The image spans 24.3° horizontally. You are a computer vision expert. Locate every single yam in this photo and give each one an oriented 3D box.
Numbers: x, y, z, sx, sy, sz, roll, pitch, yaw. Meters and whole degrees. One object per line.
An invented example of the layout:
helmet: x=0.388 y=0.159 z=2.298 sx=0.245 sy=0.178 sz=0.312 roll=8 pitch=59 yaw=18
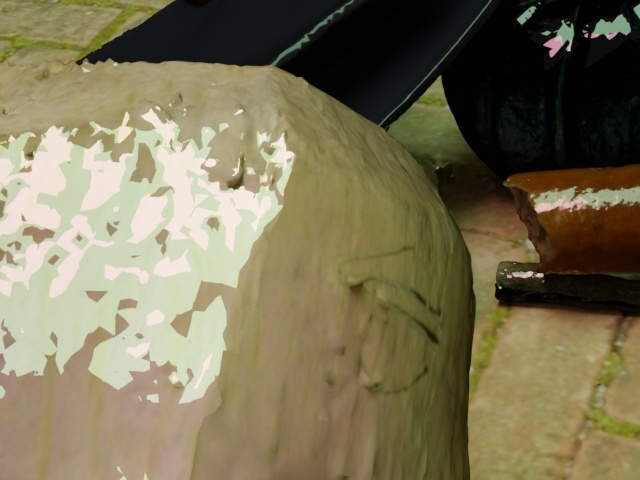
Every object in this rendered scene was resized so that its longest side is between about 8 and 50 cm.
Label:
yam: x=0.186 y=0.032 z=1.031 sx=0.129 sy=0.027 sz=0.033 roll=5 pitch=40 yaw=18

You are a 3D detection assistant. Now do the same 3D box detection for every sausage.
sausage: x=0.276 y=-0.022 z=1.010 sx=0.302 sy=0.076 sz=0.103 roll=-5 pitch=14 yaw=-4

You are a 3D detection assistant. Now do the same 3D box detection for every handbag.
handbag: x=-0.062 y=-0.128 z=1.107 sx=0.329 sy=0.122 sz=0.303 roll=-44 pitch=27 yaw=-17

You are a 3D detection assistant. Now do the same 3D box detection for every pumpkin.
pumpkin: x=0.209 y=-0.165 z=1.109 sx=0.248 sy=0.248 sz=0.248 roll=-6 pitch=36 yaw=5

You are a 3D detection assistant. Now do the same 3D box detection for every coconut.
coconut: x=-0.115 y=0.126 z=0.701 sx=0.404 sy=0.404 sz=0.404 roll=-6 pitch=36 yaw=5

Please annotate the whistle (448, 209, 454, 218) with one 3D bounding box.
whistle: x=0.000 y=0.000 z=1.090 sx=0.258 sy=0.067 sz=0.126 roll=16 pitch=36 yaw=37
